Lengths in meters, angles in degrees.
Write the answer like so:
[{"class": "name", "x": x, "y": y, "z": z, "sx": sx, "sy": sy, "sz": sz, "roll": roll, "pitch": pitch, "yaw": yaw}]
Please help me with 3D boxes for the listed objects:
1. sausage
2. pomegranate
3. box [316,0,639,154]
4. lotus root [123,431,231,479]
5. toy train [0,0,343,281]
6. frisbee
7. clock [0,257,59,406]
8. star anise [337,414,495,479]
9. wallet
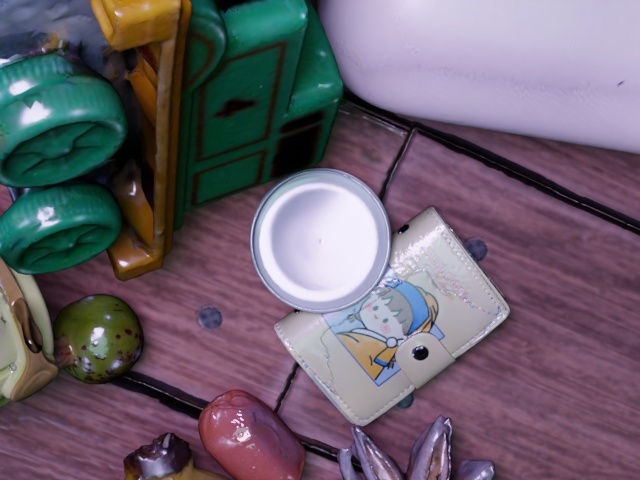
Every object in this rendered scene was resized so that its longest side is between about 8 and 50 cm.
[{"class": "sausage", "x": -0.052, "y": 0.156, "z": 0.971, "sx": 0.094, "sy": 0.059, "sz": 0.054, "roll": 48, "pitch": 138, "yaw": -13}, {"class": "pomegranate", "x": -0.170, "y": 0.077, "z": 0.934, "sx": 0.073, "sy": 0.084, "sz": 0.073, "roll": 5, "pitch": 111, "yaw": 15}, {"class": "box", "x": 0.180, "y": -0.210, "z": 0.849, "sx": 0.349, "sy": 0.141, "sz": 0.289, "roll": 8, "pitch": 103, "yaw": -4}, {"class": "lotus root", "x": -0.102, "y": 0.263, "z": 0.962, "sx": 0.145, "sy": 0.128, "sz": 0.260, "roll": -13, "pitch": 111, "yaw": -8}, {"class": "toy train", "x": -0.103, "y": -0.118, "z": 0.757, "sx": 0.249, "sy": 0.429, "sz": 0.178, "roll": -19, "pitch": 72, "yaw": -15}, {"class": "frisbee", "x": 0.000, "y": 0.000, "z": 0.942, "sx": 0.110, "sy": 0.014, "sz": 0.110, "roll": 0, "pitch": 88, "yaw": 10}, {"class": "clock", "x": -0.251, "y": 0.042, "z": 0.857, "sx": 0.069, "sy": 0.232, "sz": 0.170, "roll": -33, "pitch": 98, "yaw": -36}, {"class": "star anise", "x": 0.075, "y": 0.230, "z": 0.996, "sx": 0.182, "sy": 0.065, "sz": 0.195, "roll": 28, "pitch": 97, "yaw": -13}, {"class": "wallet", "x": 0.057, "y": 0.062, "z": 0.963, "sx": 0.155, "sy": 0.039, "sz": 0.110, "roll": -38, "pitch": 101, "yaw": 8}]
